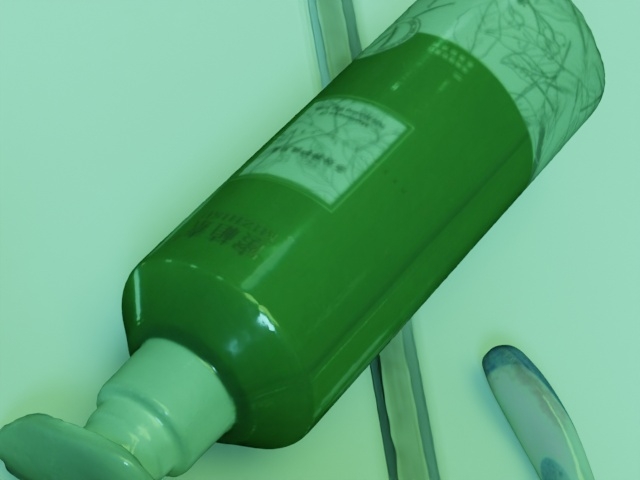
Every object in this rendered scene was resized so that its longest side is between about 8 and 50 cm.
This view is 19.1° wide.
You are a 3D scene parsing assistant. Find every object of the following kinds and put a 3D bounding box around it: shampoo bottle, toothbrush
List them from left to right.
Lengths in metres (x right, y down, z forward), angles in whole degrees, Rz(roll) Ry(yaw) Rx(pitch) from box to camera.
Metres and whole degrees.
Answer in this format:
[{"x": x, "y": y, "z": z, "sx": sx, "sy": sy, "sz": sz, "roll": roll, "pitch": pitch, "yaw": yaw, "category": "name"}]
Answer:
[{"x": 0.000, "y": 0.000, "z": 0.504, "sx": 0.065, "sy": 0.065, "sz": 0.204, "roll": 42, "pitch": 53, "yaw": 3, "category": "shampoo bottle"}, {"x": 0.092, "y": 0.147, "z": 0.479, "sx": 0.027, "sy": 0.021, "sz": 0.269, "roll": 1, "pitch": 60, "yaw": -39, "category": "toothbrush"}]
